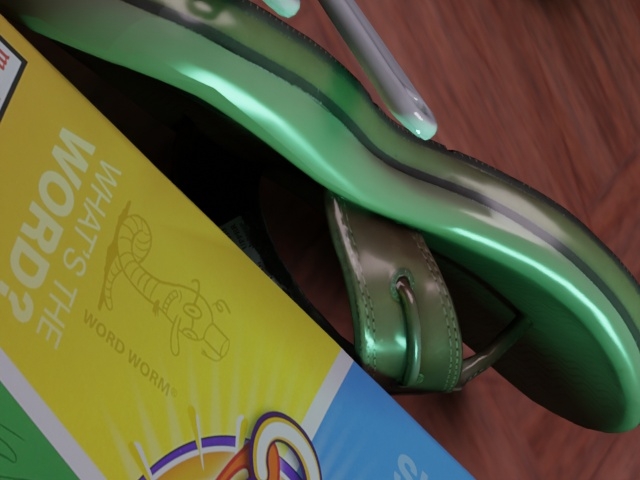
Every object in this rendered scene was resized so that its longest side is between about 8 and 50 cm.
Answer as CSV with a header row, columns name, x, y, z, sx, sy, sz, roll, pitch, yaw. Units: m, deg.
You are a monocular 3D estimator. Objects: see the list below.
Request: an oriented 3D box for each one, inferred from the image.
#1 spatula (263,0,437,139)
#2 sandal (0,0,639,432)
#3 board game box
name,x,y,z,sx,sy,sz,roll,pitch,yaw
spatula,-0.057,-0.130,0.537,0.168,0.019,0.242,35,20,-46
sandal,-0.002,-0.001,0.597,0.303,0.120,0.086,32,80,-39
board game box,-0.058,0.108,0.483,0.316,0.064,0.242,45,40,-32
